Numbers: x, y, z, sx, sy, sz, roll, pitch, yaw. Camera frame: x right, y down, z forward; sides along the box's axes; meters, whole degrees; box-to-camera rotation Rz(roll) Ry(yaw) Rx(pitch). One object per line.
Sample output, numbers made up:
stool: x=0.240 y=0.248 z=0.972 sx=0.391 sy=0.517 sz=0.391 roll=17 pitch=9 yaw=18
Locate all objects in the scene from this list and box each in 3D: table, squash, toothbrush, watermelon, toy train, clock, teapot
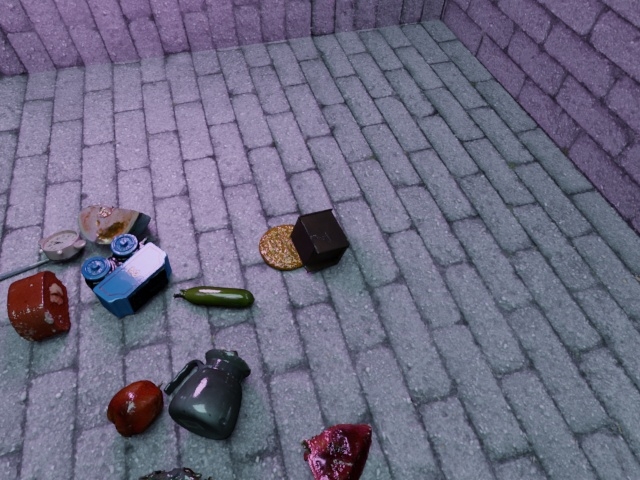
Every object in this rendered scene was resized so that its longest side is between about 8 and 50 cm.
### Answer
table: x=0.000 y=0.000 z=1.797 sx=0.173 sy=0.169 sz=0.193 roll=-14 pitch=62 yaw=-28
squash: x=-0.432 y=0.227 z=1.702 sx=0.332 sy=0.087 sz=0.087 roll=4 pitch=54 yaw=3
toothbrush: x=-1.252 y=0.120 z=1.784 sx=0.343 sy=0.025 sz=0.030 roll=-21 pitch=33 yaw=-16
watermelon: x=-0.889 y=-0.052 z=1.852 sx=0.322 sy=0.188 sz=0.175 roll=11 pitch=82 yaw=23
toy train: x=-0.771 y=0.134 z=1.701 sx=0.265 sy=0.188 sz=0.300 roll=31 pitch=56 yaw=13
clock: x=-1.112 y=0.022 z=1.815 sx=0.230 sy=0.063 sz=0.155 roll=1 pitch=40 yaw=11
teapot: x=-0.377 y=0.514 z=1.463 sx=0.223 sy=0.305 sz=0.285 roll=40 pitch=47 yaw=-18

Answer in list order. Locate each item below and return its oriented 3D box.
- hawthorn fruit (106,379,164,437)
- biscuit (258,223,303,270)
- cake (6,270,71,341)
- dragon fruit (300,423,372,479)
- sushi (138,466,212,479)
hawthorn fruit: x=-0.614 y=0.564 z=1.409 sx=0.173 sy=0.173 sz=0.179 roll=44 pitch=20 yaw=25
biscuit: x=-0.151 y=0.026 z=1.883 sx=0.254 sy=0.035 sz=0.253 roll=1 pitch=55 yaw=-2
cake: x=-1.074 y=0.244 z=1.609 sx=0.151 sy=0.176 sz=0.282 roll=-17 pitch=56 yaw=-14
dragon fruit: x=0.038 y=0.706 z=1.359 sx=0.212 sy=0.134 sz=0.262 roll=20 pitch=40 yaw=26
sushi: x=-0.449 y=0.858 z=1.190 sx=0.418 sy=0.175 sz=0.417 roll=1 pitch=54 yaw=-1
